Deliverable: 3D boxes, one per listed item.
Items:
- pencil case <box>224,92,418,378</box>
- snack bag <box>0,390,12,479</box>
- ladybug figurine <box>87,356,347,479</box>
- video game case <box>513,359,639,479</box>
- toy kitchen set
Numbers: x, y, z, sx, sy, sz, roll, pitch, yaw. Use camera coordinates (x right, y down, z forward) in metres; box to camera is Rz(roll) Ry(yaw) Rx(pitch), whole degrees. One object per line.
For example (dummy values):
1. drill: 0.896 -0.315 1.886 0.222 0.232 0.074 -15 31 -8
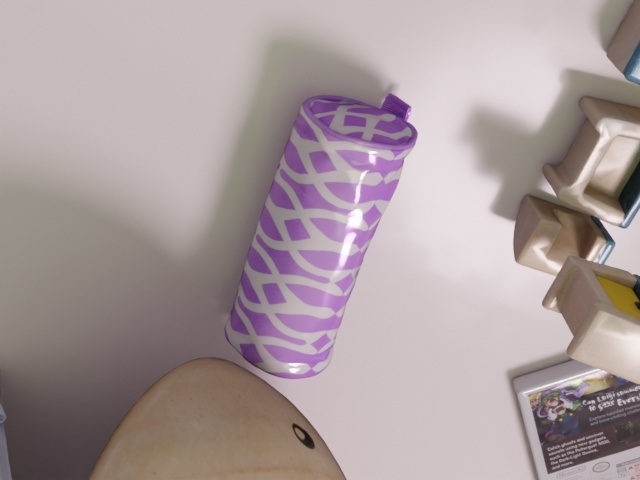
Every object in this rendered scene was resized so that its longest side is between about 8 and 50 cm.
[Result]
1. pencil case: 0.000 0.000 0.854 0.088 0.086 0.206 -11 132 -44
2. snack bag: -0.229 0.311 0.857 0.037 0.323 0.342 -2 121 -19
3. ladybug figurine: -0.070 0.287 0.876 0.162 0.305 0.449 17 131 16
4. video game case: 0.267 0.155 1.027 0.190 0.022 0.173 -17 122 2
5. toy kitchen set: 0.242 -0.029 0.827 0.122 0.166 0.207 17 117 -18
